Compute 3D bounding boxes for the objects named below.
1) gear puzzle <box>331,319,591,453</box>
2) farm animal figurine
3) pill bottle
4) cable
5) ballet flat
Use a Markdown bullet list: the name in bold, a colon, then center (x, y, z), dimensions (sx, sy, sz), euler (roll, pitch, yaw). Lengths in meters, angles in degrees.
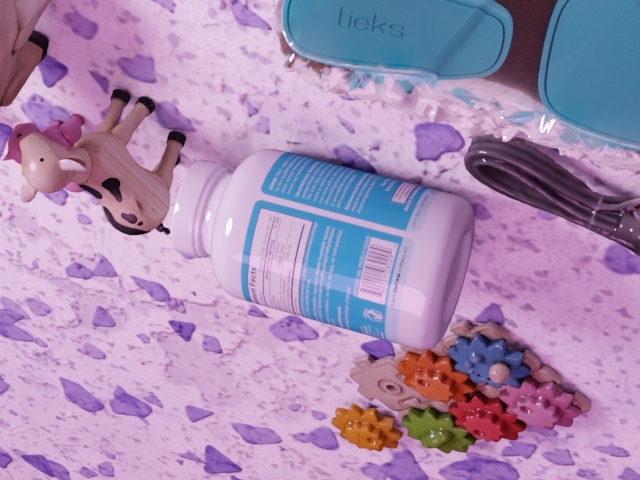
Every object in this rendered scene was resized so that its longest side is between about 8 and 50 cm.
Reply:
- **gear puzzle**: center (0.120, 0.185, 1.622), dimensions (0.175, 0.044, 0.339), euler (40, 143, -21)
- **farm animal figurine**: center (-0.302, -0.124, 1.352), dimensions (0.330, 0.172, 0.327), euler (16, 145, 12)
- **pill bottle**: center (0.000, 0.000, 1.359), dimensions (0.264, 0.146, 0.146), euler (16, 145, 14)
- **cable**: center (0.268, -0.028, 1.266), dimensions (0.287, 0.072, 0.139), euler (24, 165, 22)
- **ballet flat**: center (0.162, -0.136, 1.124), dimensions (0.408, 0.147, 0.147), euler (17, 145, 16)
